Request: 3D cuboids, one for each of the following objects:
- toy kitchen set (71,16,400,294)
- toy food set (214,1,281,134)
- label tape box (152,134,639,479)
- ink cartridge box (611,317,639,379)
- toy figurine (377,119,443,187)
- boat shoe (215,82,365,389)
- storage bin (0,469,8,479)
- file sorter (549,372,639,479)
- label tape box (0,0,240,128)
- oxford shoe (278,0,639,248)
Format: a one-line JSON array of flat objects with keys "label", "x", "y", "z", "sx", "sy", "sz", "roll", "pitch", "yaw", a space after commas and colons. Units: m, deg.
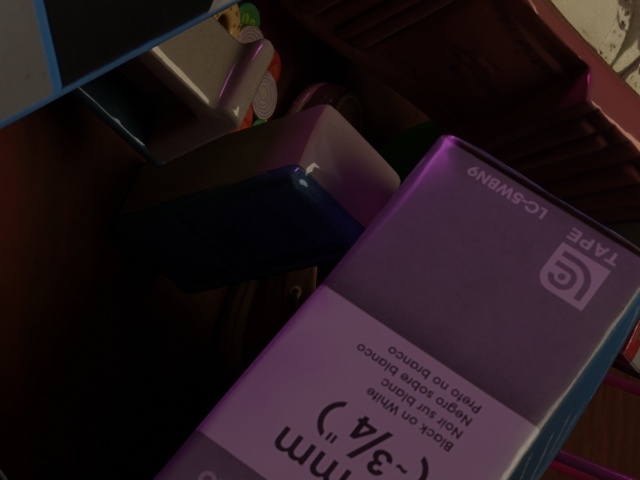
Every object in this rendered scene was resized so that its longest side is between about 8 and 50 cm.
[{"label": "toy kitchen set", "x": -0.099, "y": -0.015, "z": 0.533, "sx": 0.207, "sy": 0.122, "sz": 0.166, "roll": 44, "pitch": 53, "yaw": -29}, {"label": "toy food set", "x": -0.045, "y": -0.078, "z": 0.682, "sx": 0.082, "sy": 0.020, "sz": 0.083, "roll": 16, "pitch": 78, "yaw": -61}, {"label": "label tape box", "x": -0.015, "y": 0.152, "z": 0.557, "sx": 0.334, "sy": 0.106, "sz": 0.240, "roll": -50, "pitch": 164, "yaw": -25}, {"label": "ink cartridge box", "x": 0.208, "y": 0.033, "z": 0.926, "sx": 0.099, "sy": 0.056, "sz": 0.135, "roll": -64, "pitch": 155, "yaw": -4}, {"label": "toy figurine", "x": 0.111, "y": 0.003, "z": 0.875, "sx": 0.173, "sy": 0.130, "sz": 0.159, "roll": -45, "pitch": 152, "yaw": -13}, {"label": "boat shoe", "x": 0.000, "y": 0.000, "z": 0.730, "sx": 0.064, "sy": 0.060, "sz": 0.178, "roll": 44, "pitch": 55, "yaw": -54}, {"label": "storage bin", "x": -0.168, "y": 0.154, "z": 0.420, "sx": 0.180, "sy": 0.084, "sz": 0.122, "roll": -48, "pitch": 133, "yaw": -50}, {"label": "file sorter", "x": 0.144, "y": 0.234, "z": 0.821, "sx": 0.202, "sy": 0.182, "sz": 0.291, "roll": -9, "pitch": 116, "yaw": -61}, {"label": "label tape box", "x": -0.153, "y": -0.175, "z": 0.276, "sx": 0.249, "sy": 0.115, "sz": 0.348, "roll": -36, "pitch": 129, "yaw": -40}, {"label": "oxford shoe", "x": 0.072, "y": -0.157, "z": 0.708, "sx": 0.397, "sy": 0.140, "sz": 0.146, "roll": 53, "pitch": 46, "yaw": -25}]
